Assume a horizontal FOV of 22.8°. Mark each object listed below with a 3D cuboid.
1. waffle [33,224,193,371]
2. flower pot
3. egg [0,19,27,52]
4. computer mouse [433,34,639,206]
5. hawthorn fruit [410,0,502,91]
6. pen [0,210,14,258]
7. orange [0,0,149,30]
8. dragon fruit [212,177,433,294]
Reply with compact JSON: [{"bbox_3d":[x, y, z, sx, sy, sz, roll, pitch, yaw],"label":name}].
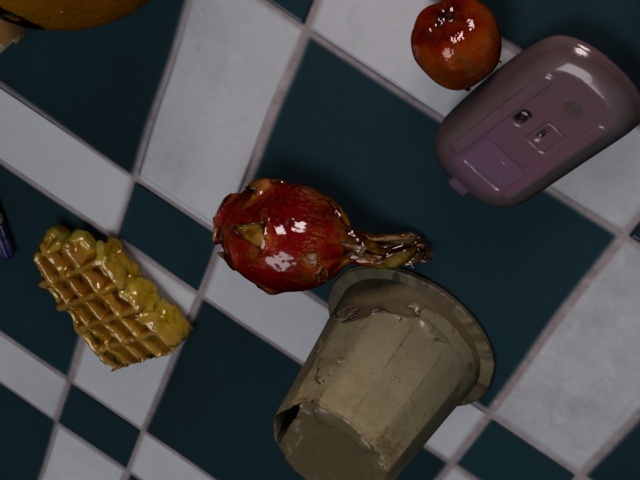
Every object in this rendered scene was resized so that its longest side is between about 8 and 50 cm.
[{"bbox_3d":[-0.278,0.065,2.022,0.160,0.055,0.211,-18,115,48],"label":"waffle"},{"bbox_3d":[0.053,0.162,1.744,0.212,0.202,0.212,23,137,23],"label":"flower pot"},{"bbox_3d":[-0.371,-0.249,1.754,0.080,0.080,0.096,-15,122,46],"label":"egg"},{"bbox_3d":[0.199,-0.108,1.459,0.120,0.057,0.232,41,141,-8],"label":"computer mouse"},{"bbox_3d":[0.128,-0.172,1.437,0.081,0.081,0.093,8,148,33],"label":"hawthorn fruit"},{"bbox_3d":[-0.429,-0.056,2.045,0.025,0.025,0.204,14,137,28],"label":"pen"},{"bbox_3d":[-0.233,-0.320,1.423,0.274,0.274,0.274,22,140,20],"label":"orange"},{"bbox_3d":[0.000,0.000,1.702,0.246,0.125,0.125,10,123,9],"label":"dragon fruit"}]
